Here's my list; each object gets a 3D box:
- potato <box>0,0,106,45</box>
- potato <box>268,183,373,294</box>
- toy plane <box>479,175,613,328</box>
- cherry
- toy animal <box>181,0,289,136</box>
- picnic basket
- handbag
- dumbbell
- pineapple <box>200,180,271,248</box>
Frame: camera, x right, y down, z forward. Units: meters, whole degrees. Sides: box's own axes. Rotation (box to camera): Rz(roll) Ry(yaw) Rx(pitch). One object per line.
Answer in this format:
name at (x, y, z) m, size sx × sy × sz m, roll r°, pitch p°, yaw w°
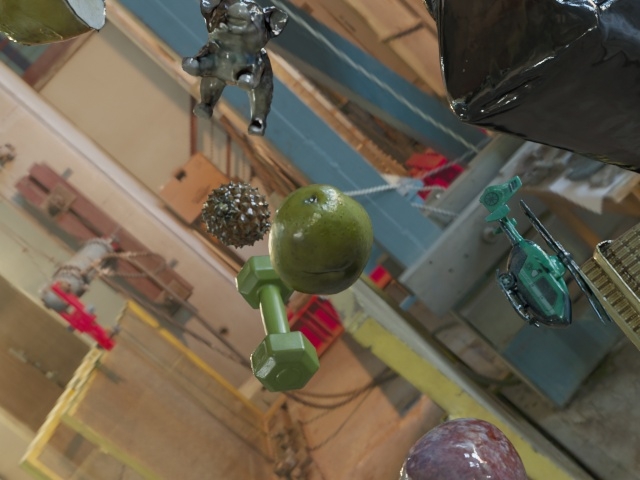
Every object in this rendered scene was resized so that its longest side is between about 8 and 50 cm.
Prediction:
potato at (-0.552, -0.503, 1.435) m, size 0.196 × 0.299 × 0.246 m, roll -14°, pitch 42°, yaw 5°
potato at (0.000, 0.000, 1.222) m, size 0.169 × 0.143 × 0.248 m, roll -18°, pitch -27°, yaw -7°
toy plane at (0.263, 0.026, 0.967) m, size 0.096 × 0.235 × 0.060 m, roll -37°, pitch -28°, yaw 16°
cherry at (0.262, 0.456, 1.426) m, size 0.213 × 0.236 × 0.285 m, roll -45°, pitch 8°, yaw 34°
toy animal at (-0.179, -0.429, 1.688) m, size 0.344 × 0.194 × 0.302 m, roll 111°, pitch 172°, yaw -76°
picnic basket at (0.574, 0.120, 1.209) m, size 0.175 × 0.313 × 0.228 m, roll -41°, pitch 40°, yaw 14°
handbag at (0.201, -0.195, 0.596) m, size 0.178 × 0.302 × 0.275 m, roll -35°, pitch 57°, yaw 46°
dumbbell at (-0.086, 0.151, 1.472) m, size 0.121 × 0.108 × 0.302 m, roll -54°, pitch 32°, yaw 26°
pineapple at (-0.195, -0.060, 1.766) m, size 0.166 × 0.166 × 0.193 m, roll -46°, pitch -15°, yaw 7°
